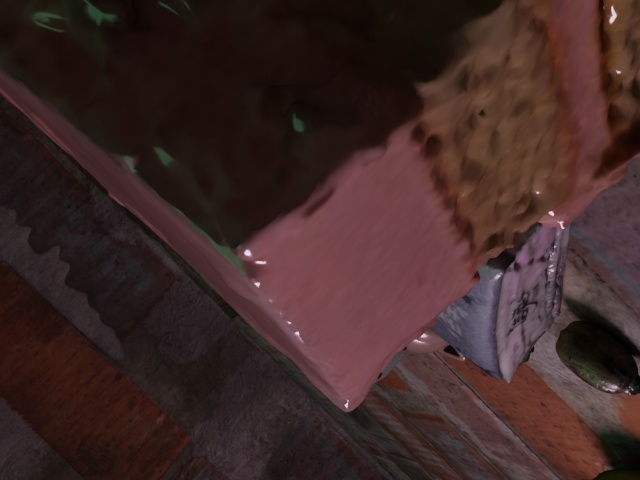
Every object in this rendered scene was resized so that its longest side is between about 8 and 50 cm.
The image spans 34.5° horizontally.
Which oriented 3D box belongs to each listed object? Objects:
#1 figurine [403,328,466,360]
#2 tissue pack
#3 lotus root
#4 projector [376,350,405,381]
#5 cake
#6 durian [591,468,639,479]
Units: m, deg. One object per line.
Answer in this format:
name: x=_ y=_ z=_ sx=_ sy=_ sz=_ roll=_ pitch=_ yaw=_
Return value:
figurine: x=0.116 y=0.082 z=1.258 sx=0.138 sy=0.125 sz=0.125 roll=16 pitch=152 yaw=36
tissue pack: x=0.056 y=-0.049 z=1.031 sx=0.394 sy=0.124 sz=0.288 roll=38 pitch=167 yaw=25
lotus root: x=0.280 y=0.120 z=1.031 sx=0.099 sy=0.054 sz=0.049 roll=39 pitch=-173 yaw=26
projector: x=0.035 y=0.100 z=1.594 sx=0.198 sy=0.108 sz=0.250 roll=39 pitch=167 yaw=21
cake: x=0.004 y=-0.116 z=0.574 sx=0.314 sy=0.307 sz=0.293 roll=38 pitch=167 yaw=28
durian: x=0.397 y=0.330 z=1.248 sx=0.139 sy=0.101 sz=0.250 roll=9 pitch=167 yaw=-3
